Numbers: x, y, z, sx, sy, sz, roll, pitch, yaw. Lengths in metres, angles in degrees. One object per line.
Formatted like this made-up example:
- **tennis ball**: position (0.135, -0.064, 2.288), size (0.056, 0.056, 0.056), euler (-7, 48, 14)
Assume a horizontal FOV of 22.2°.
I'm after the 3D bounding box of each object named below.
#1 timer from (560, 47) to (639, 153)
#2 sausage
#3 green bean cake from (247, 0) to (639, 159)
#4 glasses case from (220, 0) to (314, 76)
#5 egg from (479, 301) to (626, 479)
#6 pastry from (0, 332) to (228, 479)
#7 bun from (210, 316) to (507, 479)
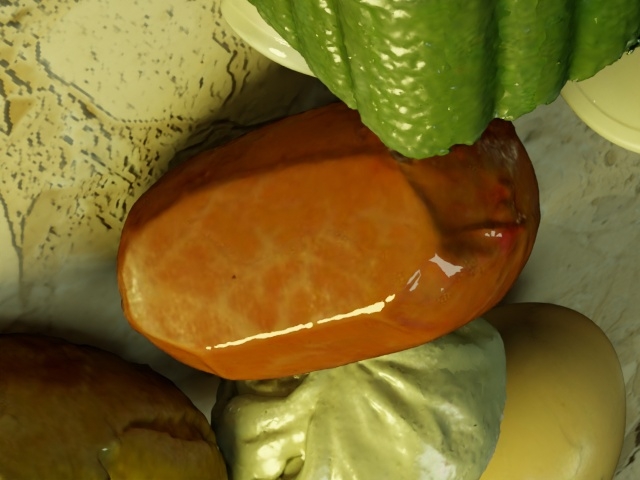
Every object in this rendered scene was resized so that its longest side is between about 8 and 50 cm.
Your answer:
- **timer**: position (0.291, -0.183, 1.145), size (0.266, 0.175, 0.175), euler (-32, 149, -44)
- **sausage**: position (0.001, 0.000, 0.980), size (0.268, 0.153, 0.141), euler (-17, 176, 26)
- **green bean cake**: position (0.066, -0.195, 0.781), size (0.247, 0.250, 0.156), euler (-30, 146, -15)
- **glasses case**: position (0.027, -0.125, 0.978), size (0.204, 0.081, 0.051), euler (-1, 128, -47)
- **egg**: position (0.139, 0.156, 1.307), size (0.244, 0.201, 0.201), euler (-49, 147, -8)
- **pastry**: position (-0.218, 0.210, 1.043), size (0.356, 0.164, 0.356), euler (-29, 145, -23)
- **bun**: position (0.010, 0.111, 1.120), size (0.231, 0.231, 0.133), euler (-43, 135, 2)
